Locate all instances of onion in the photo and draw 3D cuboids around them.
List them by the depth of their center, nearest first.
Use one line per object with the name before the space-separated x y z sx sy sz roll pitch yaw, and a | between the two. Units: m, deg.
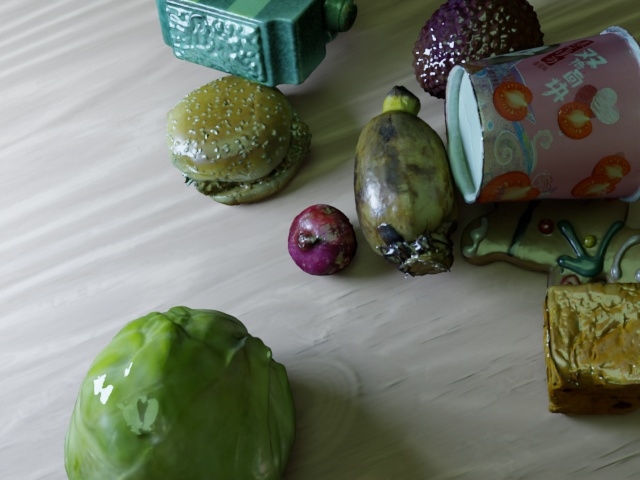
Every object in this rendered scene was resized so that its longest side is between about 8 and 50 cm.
onion | 0.000 0.000 1.761 0.107 0.097 0.107 -4 82 28

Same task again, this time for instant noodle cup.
instant noodle cup | 0.301 -0.159 1.627 0.231 0.243 0.242 -7 67 -8

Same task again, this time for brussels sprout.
brussels sprout | -0.193 0.248 1.609 0.247 0.328 0.327 -24 62 37

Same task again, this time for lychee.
lychee | 0.235 -0.290 1.774 0.188 0.188 0.188 -4 68 11

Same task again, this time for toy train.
toy train | -0.101 -0.357 1.855 0.299 0.166 0.238 20 51 24

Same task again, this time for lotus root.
lotus root | 0.119 -0.080 1.725 0.142 0.169 0.314 -12 62 14

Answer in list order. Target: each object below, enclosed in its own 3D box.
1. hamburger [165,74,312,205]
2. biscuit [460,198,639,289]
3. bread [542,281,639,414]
hamburger | -0.122 -0.163 1.835 0.215 0.122 0.189 -11 64 4
biscuit | 0.362 -0.002 1.710 0.302 0.049 0.196 25 78 19
bread | 0.367 0.142 1.599 0.143 0.149 0.158 1 69 9
